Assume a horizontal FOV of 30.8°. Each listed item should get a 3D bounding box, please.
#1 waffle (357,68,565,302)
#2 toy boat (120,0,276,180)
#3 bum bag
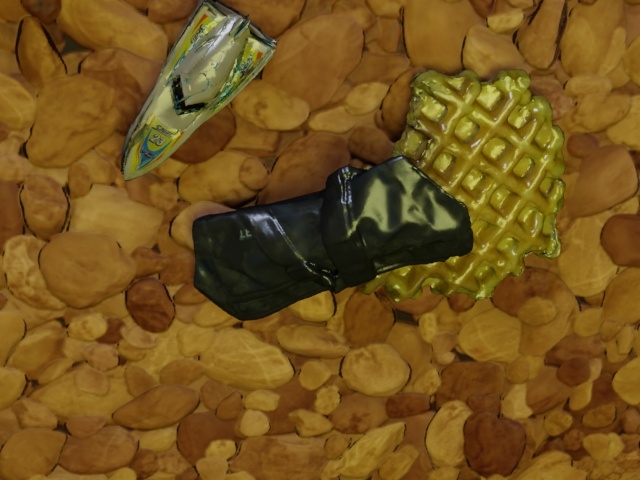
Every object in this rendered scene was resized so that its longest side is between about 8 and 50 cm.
[{"bbox_3d":[0.136,-0.050,1.226,0.291,0.051,0.291,-6,119,-11],"label":"waffle"},{"bbox_3d":[-0.128,-0.137,1.106,0.084,0.066,0.210,30,109,-24],"label":"toy boat"},{"bbox_3d":[0.000,0.000,1.174,0.310,0.074,0.137,-18,120,20],"label":"bum bag"}]
